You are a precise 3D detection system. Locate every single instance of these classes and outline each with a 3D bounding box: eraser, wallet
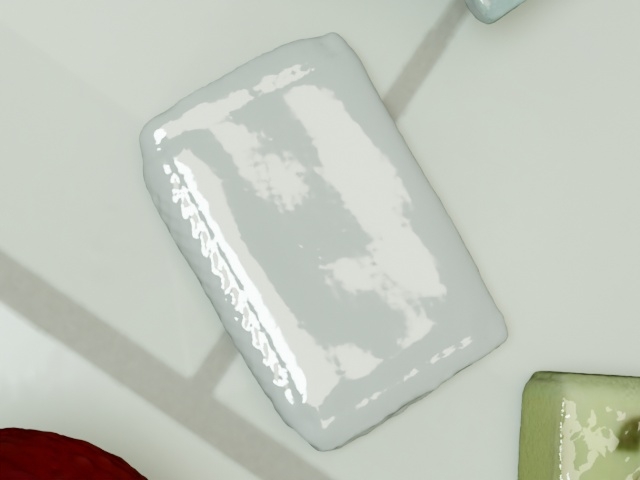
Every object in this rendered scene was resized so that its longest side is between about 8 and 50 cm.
[{"bbox_3d":[0.185,0.125,0.770,0.172,0.058,0.117,4,83,-12],"label":"eraser"},{"bbox_3d":[0.000,0.000,0.760,0.124,0.032,0.183,-30,89,-13],"label":"wallet"}]

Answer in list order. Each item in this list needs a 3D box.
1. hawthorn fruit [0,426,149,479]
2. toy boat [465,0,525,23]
[{"bbox_3d":[-0.156,0.208,0.568,0.265,0.307,0.265,6,102,28],"label":"hawthorn fruit"},{"bbox_3d":[0.017,-0.234,0.756,0.199,0.100,0.290,-40,92,-13],"label":"toy boat"}]
